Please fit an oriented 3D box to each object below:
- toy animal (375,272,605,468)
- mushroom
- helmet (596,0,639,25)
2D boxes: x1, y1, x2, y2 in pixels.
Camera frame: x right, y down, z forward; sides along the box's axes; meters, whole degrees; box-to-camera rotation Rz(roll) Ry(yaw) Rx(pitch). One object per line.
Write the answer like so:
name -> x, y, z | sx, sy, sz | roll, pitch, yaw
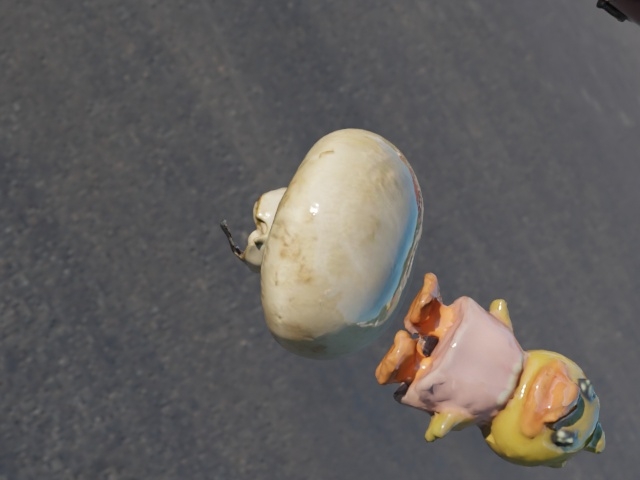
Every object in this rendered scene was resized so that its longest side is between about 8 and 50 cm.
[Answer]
toy animal -> 0.211, 0.177, 1.677 | 0.281, 0.195, 0.169 | 26, -18, 6
mushroom -> 0.000, 0.000, 2.173 | 0.362, 0.295, 0.362 | 14, 90, -77
helmet -> 0.505, -0.368, 1.840 | 0.197, 0.271, 0.338 | 42, 0, 4
